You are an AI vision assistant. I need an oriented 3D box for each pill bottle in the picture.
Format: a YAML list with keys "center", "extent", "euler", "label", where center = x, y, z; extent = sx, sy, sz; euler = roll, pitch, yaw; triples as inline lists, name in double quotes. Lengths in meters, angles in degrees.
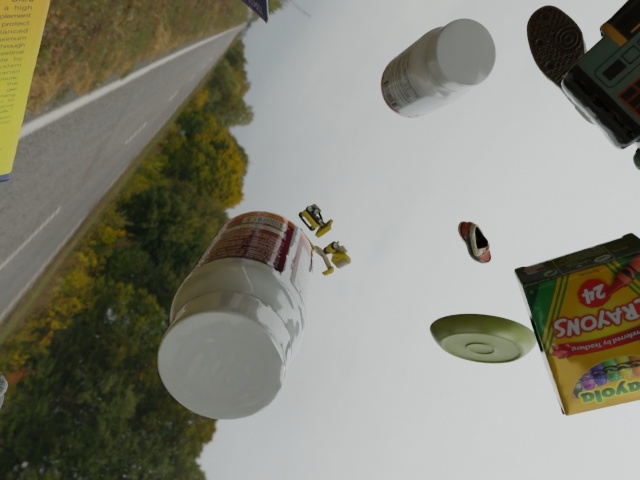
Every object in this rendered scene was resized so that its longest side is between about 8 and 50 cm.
- center: [0.255, -0.376, 1.126]
  extent: [0.160, 0.160, 0.283]
  euler: [-62, -166, -3]
  label: "pill bottle"
- center: [-0.072, 0.058, 0.486]
  extent: [0.121, 0.121, 0.221]
  euler: [-55, -170, 19]
  label: "pill bottle"

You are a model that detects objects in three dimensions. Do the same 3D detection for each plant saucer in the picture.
- center: [0.375, 0.238, 1.176]
  extent: [0.241, 0.241, 0.037]
  euler: [-35, -144, 53]
  label: "plant saucer"

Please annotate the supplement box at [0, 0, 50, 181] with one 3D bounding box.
- center: [-0.422, -0.196, 0.478]
  extent: [0.195, 0.194, 0.357]
  euler: [-28, 175, -43]
  label: "supplement box"

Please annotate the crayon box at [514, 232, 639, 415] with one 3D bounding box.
- center: [0.484, 0.170, 0.863]
  extent: [0.202, 0.318, 0.081]
  euler: [-20, -165, 15]
  label: "crayon box"

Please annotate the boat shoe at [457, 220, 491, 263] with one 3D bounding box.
- center: [0.356, 0.007, 1.136]
  extent: [0.043, 0.137, 0.049]
  euler: [11, -122, 51]
  label: "boat shoe"

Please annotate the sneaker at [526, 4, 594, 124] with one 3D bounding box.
- center: [0.350, -0.241, 0.712]
  extent: [0.066, 0.188, 0.071]
  euler: [-33, -173, 23]
  label: "sneaker"

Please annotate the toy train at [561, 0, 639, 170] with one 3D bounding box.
- center: [0.378, -0.107, 0.432]
  extent: [0.190, 0.334, 0.142]
  euler: [-45, 167, 30]
  label: "toy train"

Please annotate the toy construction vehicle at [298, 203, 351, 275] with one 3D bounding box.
- center: [0.000, 0.000, 0.716]
  extent: [0.035, 0.098, 0.086]
  euler: [-44, -176, -42]
  label: "toy construction vehicle"

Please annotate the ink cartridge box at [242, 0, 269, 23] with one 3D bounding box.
- center: [-0.198, -0.612, 0.924]
  extent: [0.324, 0.072, 0.330]
  euler: [51, -28, 38]
  label: "ink cartridge box"

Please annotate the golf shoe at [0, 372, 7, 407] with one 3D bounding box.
- center: [-0.465, 0.135, 0.494]
  extent: [0.120, 0.273, 0.105]
  euler: [-9, -125, 51]
  label: "golf shoe"
